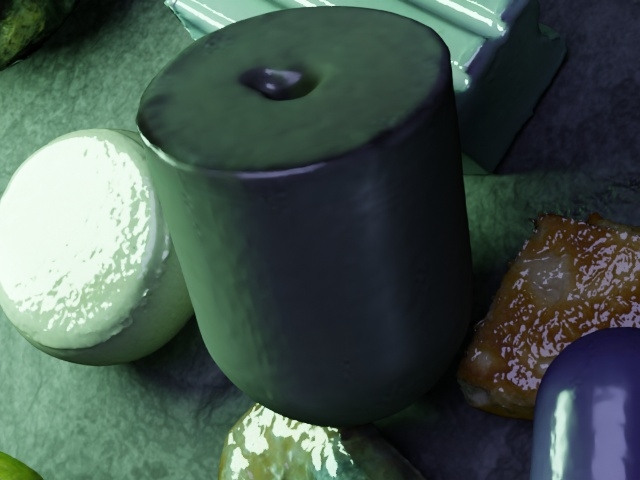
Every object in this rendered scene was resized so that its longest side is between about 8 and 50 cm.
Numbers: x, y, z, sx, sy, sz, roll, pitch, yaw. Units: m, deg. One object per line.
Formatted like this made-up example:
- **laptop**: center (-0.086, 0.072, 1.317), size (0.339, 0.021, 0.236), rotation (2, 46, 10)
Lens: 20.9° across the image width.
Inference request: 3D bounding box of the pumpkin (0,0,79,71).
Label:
- **pumpkin**: center (-0.487, -0.409, 2.265), size (0.454, 0.344, 0.454), rotation (-15, 46, 16)

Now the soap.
- **soap**: center (0.031, -0.231, 2.025), size (0.446, 0.156, 0.261), rotation (30, 87, 33)

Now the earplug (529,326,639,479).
- **earplug**: center (0.282, 0.304, 1.619), size (0.215, 0.215, 0.456), rotation (-6, 73, 26)

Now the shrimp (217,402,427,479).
- **shrimp**: center (0.042, 0.321, 1.837), size (0.446, 0.110, 0.221), rotation (35, 95, 37)

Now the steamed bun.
- **steamed bun**: center (-0.245, 0.012, 2.063), size (0.283, 0.177, 0.283), rotation (-6, 76, 26)

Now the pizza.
- **pizza**: center (0.285, 0.068, 1.809), size (0.335, 0.086, 0.226), rotation (-26, 64, 17)

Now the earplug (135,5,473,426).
- **earplug**: center (0.000, 0.000, 1.782), size (0.313, 0.394, 0.312), rotation (-7, 35, 5)

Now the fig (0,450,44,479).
- **fig**: center (-0.389, 0.325, 2.049), size (0.167, 0.167, 0.233), rotation (-45, 20, 6)
